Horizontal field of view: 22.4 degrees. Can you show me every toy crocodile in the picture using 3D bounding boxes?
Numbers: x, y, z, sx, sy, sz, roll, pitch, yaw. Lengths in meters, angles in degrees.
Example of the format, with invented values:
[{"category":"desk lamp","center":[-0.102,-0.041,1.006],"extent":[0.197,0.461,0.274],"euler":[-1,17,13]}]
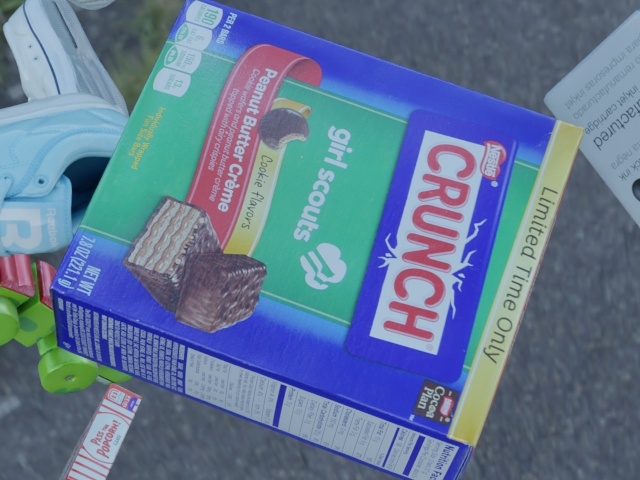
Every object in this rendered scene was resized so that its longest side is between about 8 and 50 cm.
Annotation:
[{"category":"toy crocodile","center":[-0.306,0.073,1.758],"extent":[0.105,0.340,0.115],"euler":[-30,53,17]}]

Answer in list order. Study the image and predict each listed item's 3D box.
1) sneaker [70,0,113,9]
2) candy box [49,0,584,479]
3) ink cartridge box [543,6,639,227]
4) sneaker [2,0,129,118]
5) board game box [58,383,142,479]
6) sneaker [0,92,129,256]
[{"category":"sneaker","center":[-0.187,-0.214,1.098],"extent":[0.051,0.134,0.070],"euler":[-28,61,15]},{"category":"candy box","center":[0.000,0.000,1.190],"extent":[0.317,0.122,0.268],"euler":[20,66,3]},{"category":"ink cartridge box","center":[0.436,-0.068,1.420],"extent":[0.166,0.285,0.395],"euler":[-24,74,-48]},{"category":"sneaker","center":[-0.316,-0.186,2.022],"extent":[0.091,0.094,0.258],"euler":[-34,73,32]},{"category":"board game box","center":[-0.288,0.283,1.975],"extent":[0.045,0.193,0.147],"euler":[27,48,-7]},{"category":"sneaker","center":[-0.302,-0.040,1.487],"extent":[0.366,0.135,0.150],"euler":[-26,38,-31]}]
